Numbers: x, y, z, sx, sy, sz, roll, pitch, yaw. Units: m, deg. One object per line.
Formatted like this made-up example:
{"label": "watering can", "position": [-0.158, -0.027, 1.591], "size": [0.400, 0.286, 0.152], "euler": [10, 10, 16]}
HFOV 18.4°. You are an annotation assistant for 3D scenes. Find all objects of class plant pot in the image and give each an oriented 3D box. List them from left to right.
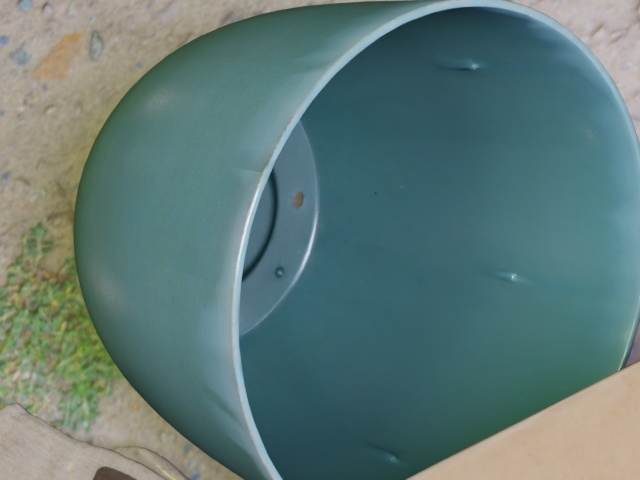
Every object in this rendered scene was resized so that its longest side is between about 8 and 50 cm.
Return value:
{"label": "plant pot", "position": [0.000, 0.000, 1.105], "size": [0.235, 0.293, 0.293], "euler": [17, 77, 50]}

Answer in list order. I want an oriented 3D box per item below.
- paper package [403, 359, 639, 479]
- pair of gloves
{"label": "paper package", "position": [0.197, 0.215, 0.913], "size": [0.325, 0.168, 0.309], "euler": [-27, 58, -2]}
{"label": "pair of gloves", "position": [-0.167, 0.237, 1.234], "size": [0.204, 0.042, 0.240], "euler": [17, 80, 31]}
